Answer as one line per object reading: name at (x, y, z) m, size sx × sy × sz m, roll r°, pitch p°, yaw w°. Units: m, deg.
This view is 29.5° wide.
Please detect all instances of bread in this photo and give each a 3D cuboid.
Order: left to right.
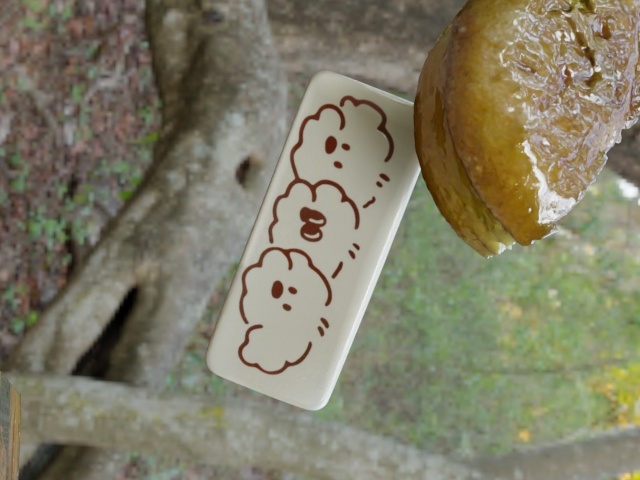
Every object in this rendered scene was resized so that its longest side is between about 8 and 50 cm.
bread at (0.194, -0.157, 1.117) m, size 0.340 × 0.179 × 0.194 m, roll -54°, pitch -175°, yaw -20°

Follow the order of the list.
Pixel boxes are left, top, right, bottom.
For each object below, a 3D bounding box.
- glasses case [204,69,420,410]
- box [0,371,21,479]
glasses case at (0.000, 0.000, 1.265) m, size 0.076 × 0.144 × 0.336 m, roll -66°, pitch 176°, yaw -83°
box at (-0.250, 0.165, 0.832) m, size 0.237 × 0.070 × 0.152 m, roll 127°, pitch -37°, yaw -73°
